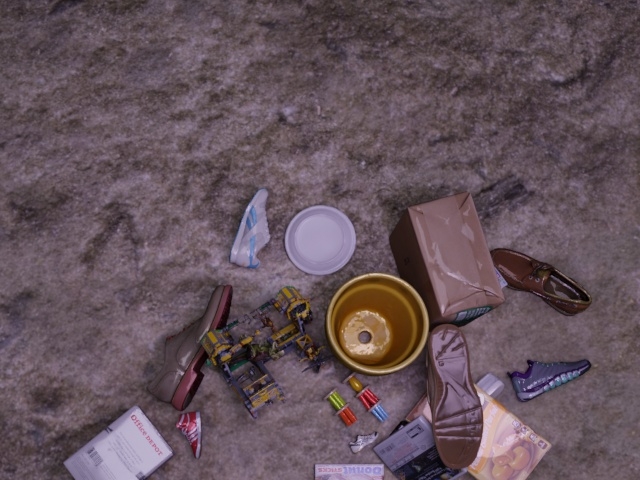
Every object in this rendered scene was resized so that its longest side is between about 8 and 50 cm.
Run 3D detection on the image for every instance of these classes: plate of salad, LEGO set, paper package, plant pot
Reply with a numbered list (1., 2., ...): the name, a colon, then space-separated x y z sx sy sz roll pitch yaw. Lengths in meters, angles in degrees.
1. plate of salad: 0.000 0.000 2.025 0.199 0.048 0.200 -1 78 5
2. LEGO set: -0.118 0.293 1.818 0.331 0.255 0.192 -25 49 -23
3. paper package: 0.317 0.069 1.887 0.168 0.325 0.310 -14 76 -8
4. plant pot: 0.131 0.231 1.866 0.254 0.239 0.254 1 73 -4

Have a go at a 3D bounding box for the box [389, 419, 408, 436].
1. box: 0.230 0.515 1.880 0.083 0.062 0.052 40 74 8

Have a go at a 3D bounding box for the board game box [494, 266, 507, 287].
1. board game box: 0.446 0.101 1.974 0.026 0.154 0.103 -32 78 -12

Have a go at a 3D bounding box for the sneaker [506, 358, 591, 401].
1. sneaker: 0.619 0.350 1.953 0.223 0.083 0.098 -22 71 -10

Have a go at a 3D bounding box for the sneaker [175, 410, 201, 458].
1. sneaker: -0.337 0.499 1.851 0.067 0.042 0.118 -2 66 -9

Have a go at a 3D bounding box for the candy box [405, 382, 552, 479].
1. candy box: 0.393 0.482 1.824 0.316 0.087 0.183 38 84 13

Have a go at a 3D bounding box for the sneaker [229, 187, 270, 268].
1. sneaker: -0.180 -0.034 2.008 0.092 0.087 0.229 19 80 -6

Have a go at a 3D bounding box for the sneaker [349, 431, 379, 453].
1. sneaker: 0.113 0.518 1.886 0.083 0.032 0.037 -32 78 -13

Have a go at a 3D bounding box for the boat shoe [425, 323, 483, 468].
1. boat shoe: 0.321 0.375 1.759 0.121 0.110 0.341 -2 82 -1

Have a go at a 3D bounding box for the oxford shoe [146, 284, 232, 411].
1. oxford shoe: -0.337 0.258 1.885 0.130 0.123 0.348 22 72 8

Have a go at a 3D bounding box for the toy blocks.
1. toy blocks: 0.097 0.435 1.899 0.123 0.054 0.148 -39 80 -15

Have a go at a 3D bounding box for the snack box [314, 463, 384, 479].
1. snack box: 0.074 0.609 1.861 0.178 0.022 0.064 1 72 -4

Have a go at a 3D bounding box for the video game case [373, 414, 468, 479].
1. video game case: 0.248 0.547 1.818 0.173 0.190 0.022 49 36 6

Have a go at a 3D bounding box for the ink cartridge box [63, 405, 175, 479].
1. ink cartridge box: -0.494 0.541 1.799 0.219 0.092 0.160 -38 80 -14

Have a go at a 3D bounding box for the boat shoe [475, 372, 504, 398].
1. boat shoe: 0.402 0.422 1.926 0.184 0.066 0.063 -41 51 -3

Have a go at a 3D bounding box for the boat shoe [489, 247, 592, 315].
1. boat shoe: 0.609 0.100 2.013 0.307 0.104 0.111 26 73 3
